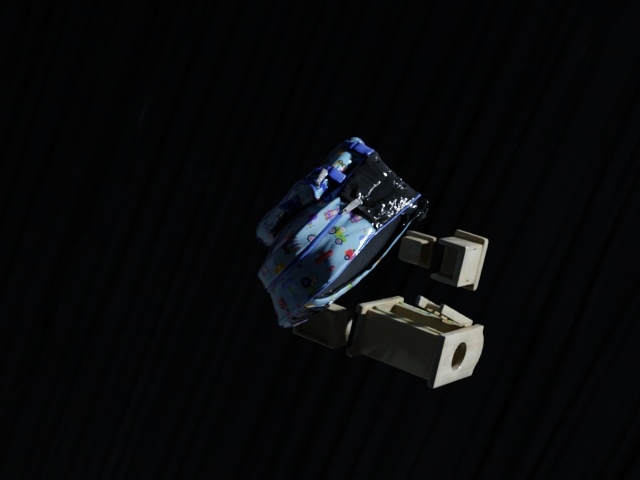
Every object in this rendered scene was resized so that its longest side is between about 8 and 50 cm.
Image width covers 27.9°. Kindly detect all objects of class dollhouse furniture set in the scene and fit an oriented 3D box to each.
[{"bbox_3d":[0.086,0.048,1.399,0.182,0.160,0.101,20,14,30],"label":"dollhouse furniture set"}]

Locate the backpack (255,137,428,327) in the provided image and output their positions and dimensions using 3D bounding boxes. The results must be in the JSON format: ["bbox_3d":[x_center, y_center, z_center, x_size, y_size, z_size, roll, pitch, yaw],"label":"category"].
[{"bbox_3d":[0.000,0.000,1.308,0.117,0.158,0.173,46,57,-1],"label":"backpack"}]
